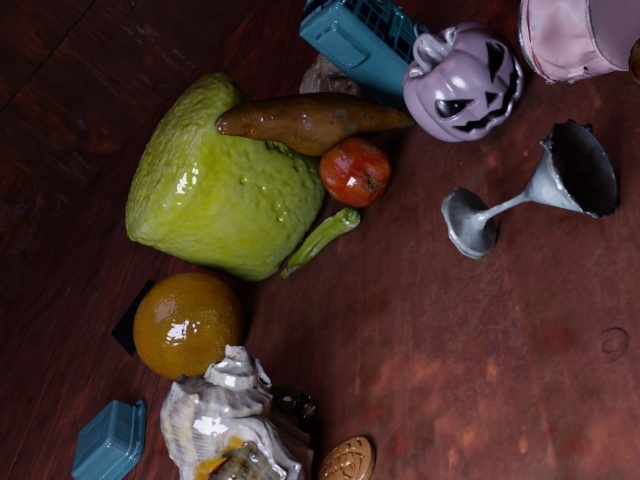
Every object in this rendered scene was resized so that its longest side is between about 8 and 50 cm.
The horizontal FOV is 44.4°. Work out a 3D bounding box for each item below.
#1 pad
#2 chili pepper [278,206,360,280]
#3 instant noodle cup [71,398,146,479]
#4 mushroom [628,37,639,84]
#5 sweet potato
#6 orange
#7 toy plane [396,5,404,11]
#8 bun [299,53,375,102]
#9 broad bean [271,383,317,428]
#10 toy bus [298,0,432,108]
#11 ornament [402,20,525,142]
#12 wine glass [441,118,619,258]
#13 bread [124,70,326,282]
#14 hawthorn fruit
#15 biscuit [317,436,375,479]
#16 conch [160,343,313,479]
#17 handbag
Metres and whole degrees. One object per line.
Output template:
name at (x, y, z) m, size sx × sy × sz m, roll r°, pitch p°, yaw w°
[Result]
pad at (-0.430, 0.179, 1.881) m, size 0.170 × 0.006 × 0.245 m, roll -57°, pitch 24°, yaw -9°
chili pepper at (0.000, -0.001, 1.343) m, size 0.208 × 0.043 × 0.048 m, roll -41°, pitch 51°, yaw 34°
instant noodle cup at (-0.402, 0.383, 1.478) m, size 0.157 × 0.070 × 0.179 m, roll -44°, pitch 24°, yaw 12°
mushroom at (0.412, -0.227, 0.882) m, size 0.135 × 0.080 × 0.170 m, roll -21°, pitch 36°, yaw 29°
sweet potato at (-0.009, -0.198, 1.333) m, size 0.112 × 0.359 × 0.112 m, roll 176°, pitch 90°, yaw -73°
orange at (-0.226, 0.147, 1.353) m, size 0.206 × 0.206 × 0.206 m, roll -40°, pitch 27°, yaw 25°
toy plane at (0.102, -0.463, 1.723) m, size 0.223 × 0.104 × 0.326 m, roll -58°, pitch 29°, yaw -12°
bun at (0.034, -0.318, 1.594) m, size 0.229 × 0.145 × 0.229 m, roll -38°, pitch 31°, yaw 28°
broad bean at (-0.090, 0.236, 1.140) m, size 0.077 × 0.061 × 0.339 m, roll -53°, pitch 24°, yaw -21°
toy bus at (0.088, -0.364, 1.423) m, size 0.128 × 0.256 × 0.147 m, roll -25°, pitch 39°, yaw 46°
ornament at (0.204, -0.238, 1.158) m, size 0.177 × 0.177 × 0.177 m, roll -40°, pitch 27°, yaw 25°
wine glass at (0.237, -0.051, 0.913) m, size 0.183 × 0.122 × 0.122 m, roll -29°, pitch 32°, yaw 50°
bread at (-0.176, -0.112, 1.462) m, size 0.348 × 0.308 × 0.348 m, roll -41°, pitch 34°, yaw 37°
hawthorn fruit at (0.062, -0.113, 1.296) m, size 0.128 × 0.128 × 0.128 m, roll -40°, pitch 27°, yaw 25°
biscuit at (0.028, 0.274, 0.937) m, size 0.091 × 0.015 × 0.078 m, roll -37°, pitch 28°, yaw 30°
conch at (-0.094, 0.269, 0.980) m, size 0.210 × 0.291 × 0.159 m, roll 12°, pitch 22°, yaw 23°
handbag at (0.350, -0.299, 0.977) m, size 0.116 × 0.179 × 0.205 m, roll 19°, pitch 78°, yaw 56°
